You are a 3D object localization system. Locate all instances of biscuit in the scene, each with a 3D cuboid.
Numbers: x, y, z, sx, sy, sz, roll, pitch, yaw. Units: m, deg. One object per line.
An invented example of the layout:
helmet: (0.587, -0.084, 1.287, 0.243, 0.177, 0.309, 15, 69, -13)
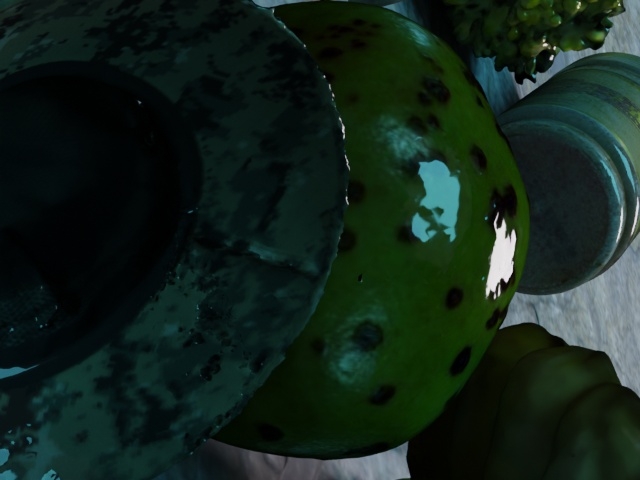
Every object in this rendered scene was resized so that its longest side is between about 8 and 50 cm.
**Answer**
biscuit: (0.139, 0.204, 0.895, 0.326, 0.107, 0.326, 56, -19, 31)

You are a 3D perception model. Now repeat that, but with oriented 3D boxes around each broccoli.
broccoli: (0.173, -0.276, 1.391, 0.180, 0.273, 0.242, 24, 45, -18)

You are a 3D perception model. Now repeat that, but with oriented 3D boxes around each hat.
hat: (-0.123, -0.016, 0.687, 0.128, 0.265, 0.265, 46, 4, 38)

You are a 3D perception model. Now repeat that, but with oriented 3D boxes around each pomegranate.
pomegranate: (0.003, -0.015, 0.879, 0.286, 0.231, 0.231, -51, 123, -74)

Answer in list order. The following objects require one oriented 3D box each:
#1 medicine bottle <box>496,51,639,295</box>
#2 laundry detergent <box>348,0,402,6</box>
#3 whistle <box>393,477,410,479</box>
medicine bottle: (0.219, -0.063, 1.436, 0.322, 0.151, 0.151, -36, 109, -64)
laundry detergent: (-0.012, -0.352, 1.149, 0.264, 0.124, 0.398, -36, 111, -65)
whistle: (0.084, 0.199, 1.110, 0.198, 0.057, 0.104, -10, 86, -65)
